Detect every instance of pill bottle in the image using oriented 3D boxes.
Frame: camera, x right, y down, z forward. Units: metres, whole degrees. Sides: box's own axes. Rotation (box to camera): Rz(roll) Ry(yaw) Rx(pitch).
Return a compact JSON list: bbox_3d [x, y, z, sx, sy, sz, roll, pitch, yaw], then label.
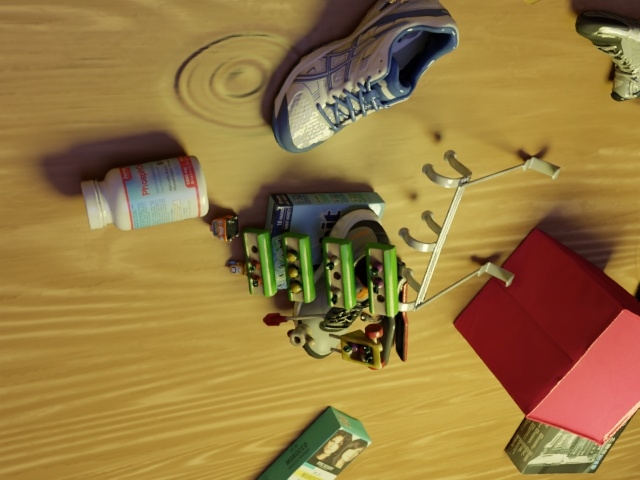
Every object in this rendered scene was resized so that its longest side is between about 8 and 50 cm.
[{"bbox_3d":[-0.240,-0.062,1.032,0.160,0.087,0.087,-12,126,-17],"label":"pill bottle"}]

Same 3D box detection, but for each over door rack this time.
[{"bbox_3d":[0.236,-0.023,1.247,0.324,0.108,0.240,-9,125,-44],"label":"over door rack"}]

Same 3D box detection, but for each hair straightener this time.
[{"bbox_3d":[0.118,0.131,1.347,0.089,0.047,0.230,-10,125,-18],"label":"hair straightener"}]

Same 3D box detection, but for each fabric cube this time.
[{"bbox_3d":[0.460,0.181,1.400,0.254,0.258,0.259,26,109,-36],"label":"fabric cube"}]

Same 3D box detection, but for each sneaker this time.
[{"bbox_3d":[0.056,-0.221,1.030,0.296,0.131,0.112,-44,130,10],"label":"sneaker"},{"bbox_3d":[0.034,0.085,1.189,0.100,0.108,0.272,5,122,-29],"label":"sneaker"},{"bbox_3d":[0.485,-0.286,1.208,0.228,0.086,0.132,1,124,-26],"label":"sneaker"}]

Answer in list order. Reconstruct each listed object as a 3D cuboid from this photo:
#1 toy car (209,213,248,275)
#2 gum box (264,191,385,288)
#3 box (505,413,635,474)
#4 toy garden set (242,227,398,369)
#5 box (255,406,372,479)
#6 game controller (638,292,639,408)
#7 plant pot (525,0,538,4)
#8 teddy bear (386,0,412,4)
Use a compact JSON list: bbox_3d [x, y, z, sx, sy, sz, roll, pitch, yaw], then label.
[{"bbox_3d":[-0.143,0.014,1.149,0.040,0.060,0.122,2,120,13],"label":"toy car"},{"bbox_3d":[0.000,0.000,1.210,0.184,0.041,0.157,-4,124,-23],"label":"gum box"},{"bbox_3d":[0.597,0.398,1.722,0.242,0.076,0.307,9,117,-29],"label":"box"},{"bbox_3d":[-0.006,0.094,1.133,0.244,0.049,0.204,7,117,24],"label":"toy garden set"},{"bbox_3d":[-0.021,0.444,1.488,0.244,0.060,0.100,-47,128,11],"label":"box"},{"bbox_3d":[0.736,0.215,1.625,0.166,0.067,0.319,8,98,-14],"label":"game controller"},{"bbox_3d":[0.323,-0.438,0.961,0.237,0.237,0.254,22,124,-34],"label":"plant pot"},{"bbox_3d":[0.051,-0.430,0.900,0.245,0.113,0.338,-40,129,2],"label":"teddy bear"}]
